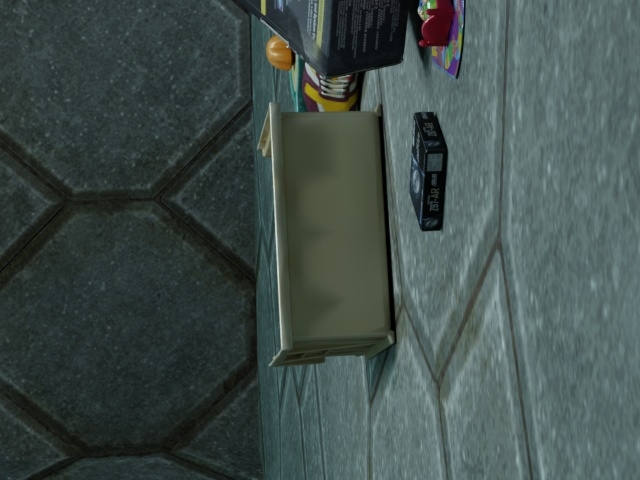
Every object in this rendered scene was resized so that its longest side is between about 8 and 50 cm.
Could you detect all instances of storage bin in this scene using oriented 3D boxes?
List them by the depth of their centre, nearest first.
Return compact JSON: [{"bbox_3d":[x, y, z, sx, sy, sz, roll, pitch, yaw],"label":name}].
[{"bbox_3d":[0.000,0.000,1.908,0.260,0.123,0.262,124,143,-80],"label":"storage bin"}]

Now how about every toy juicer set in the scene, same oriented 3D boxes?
[{"bbox_3d":[-0.030,-0.258,2.271,0.209,0.090,0.329,-113,21,-74],"label":"toy juicer set"}]

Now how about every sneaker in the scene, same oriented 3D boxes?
[{"bbox_3d":[0.013,-0.200,1.957,0.084,0.070,0.185,-92,1,-61],"label":"sneaker"}]

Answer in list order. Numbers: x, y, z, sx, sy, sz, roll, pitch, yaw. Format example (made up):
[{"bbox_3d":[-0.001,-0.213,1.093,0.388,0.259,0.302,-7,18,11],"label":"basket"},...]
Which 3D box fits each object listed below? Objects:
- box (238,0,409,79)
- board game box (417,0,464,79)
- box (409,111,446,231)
[{"bbox_3d":[-0.027,-0.390,1.527,0.318,0.097,0.394,47,143,46],"label":"box"},{"bbox_3d":[0.087,-0.204,1.405,0.168,0.033,0.133,-114,22,-76],"label":"board game box"},{"bbox_3d":[0.093,-0.060,1.478,0.067,0.018,0.083,-101,10,-55],"label":"box"}]
